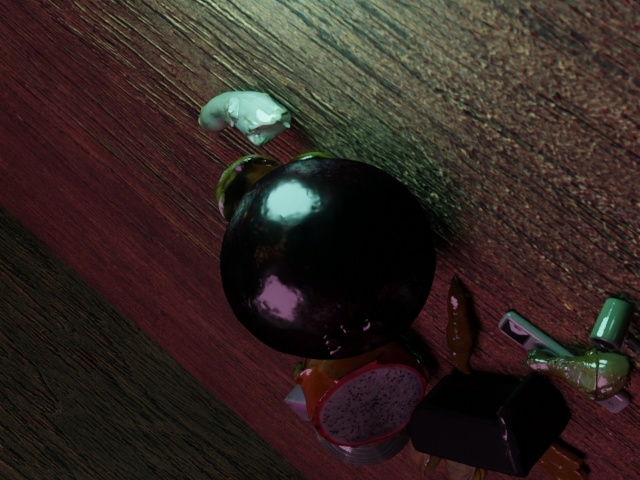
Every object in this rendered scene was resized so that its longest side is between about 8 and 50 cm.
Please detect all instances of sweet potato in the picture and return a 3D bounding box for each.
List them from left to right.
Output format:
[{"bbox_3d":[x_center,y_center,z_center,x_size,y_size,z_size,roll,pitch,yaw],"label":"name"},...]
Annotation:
[{"bbox_3d":[0.277,0.175,1.559,0.067,0.067,0.273,26,145,34],"label":"sweet potato"}]

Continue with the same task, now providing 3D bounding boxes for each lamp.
[{"bbox_3d":[0.109,0.474,2.076,0.233,0.265,0.233,-19,-90,-88],"label":"lamp"}]

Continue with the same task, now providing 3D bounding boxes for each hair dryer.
[{"bbox_3d":[0.481,0.154,1.225,0.150,0.071,0.047,36,165,-28],"label":"hair dryer"}]

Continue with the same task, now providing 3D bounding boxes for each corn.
[{"bbox_3d":[0.346,0.518,1.924,0.123,0.122,0.305,30,154,30],"label":"corn"}]

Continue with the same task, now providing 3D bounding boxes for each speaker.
[{"bbox_3d":[0.327,0.346,1.632,0.184,0.180,0.388,58,152,-14],"label":"speaker"}]

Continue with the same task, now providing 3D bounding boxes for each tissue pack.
[{"bbox_3d":[0.013,0.452,2.297,0.092,0.148,0.246,49,155,-15],"label":"tissue pack"}]

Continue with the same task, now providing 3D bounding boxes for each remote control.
[{"bbox_3d":[0.433,0.221,1.425,0.261,0.029,0.067,37,154,14],"label":"remote control"}]

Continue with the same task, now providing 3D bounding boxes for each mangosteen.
[{"bbox_3d":[0.000,0.000,1.393,0.382,0.382,0.435,81,170,-53],"label":"mangosteen"}]

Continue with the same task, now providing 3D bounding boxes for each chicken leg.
[{"bbox_3d":[0.436,0.225,1.359,0.198,0.069,0.085,5,129,43],"label":"chicken leg"}]

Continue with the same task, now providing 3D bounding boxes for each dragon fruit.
[{"bbox_3d":[0.083,0.307,1.846,0.225,0.305,0.305,59,175,49],"label":"dragon fruit"}]

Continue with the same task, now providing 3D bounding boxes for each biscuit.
[{"bbox_3d":[0.513,0.481,1.717,0.162,0.035,0.250,15,143,55],"label":"biscuit"}]

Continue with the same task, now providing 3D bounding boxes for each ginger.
[{"bbox_3d":[0.277,0.515,2.060,0.122,0.115,0.193,48,150,29],"label":"ginger"}]

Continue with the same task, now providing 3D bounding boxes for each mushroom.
[{"bbox_3d":[-0.150,-0.240,1.516,0.278,0.099,0.096,19,133,50],"label":"mushroom"}]
